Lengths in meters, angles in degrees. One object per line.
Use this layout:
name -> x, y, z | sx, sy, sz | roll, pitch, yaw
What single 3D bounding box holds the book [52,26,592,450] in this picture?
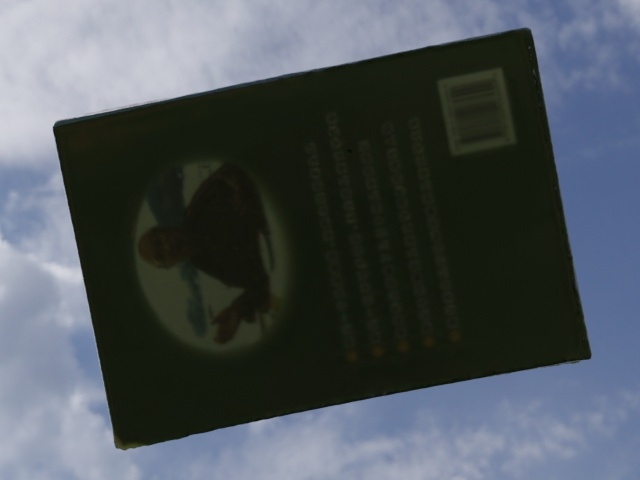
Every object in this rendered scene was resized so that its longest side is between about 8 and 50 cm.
book -> 0.000, 0.000, 0.875 | 0.371, 0.043, 0.260 | -10, -89, 3
